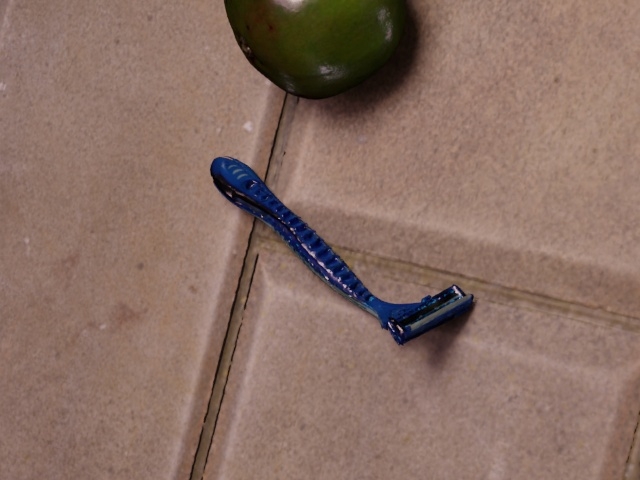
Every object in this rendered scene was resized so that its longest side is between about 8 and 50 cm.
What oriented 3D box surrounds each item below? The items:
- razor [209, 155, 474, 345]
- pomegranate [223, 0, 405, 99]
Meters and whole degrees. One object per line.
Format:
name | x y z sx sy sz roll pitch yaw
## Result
razor | -0.001 0.010 1.574 0.324 0.093 0.056 35 136 34
pomegranate | 0.018 -0.243 1.546 0.225 0.187 0.187 -37 62 -6
